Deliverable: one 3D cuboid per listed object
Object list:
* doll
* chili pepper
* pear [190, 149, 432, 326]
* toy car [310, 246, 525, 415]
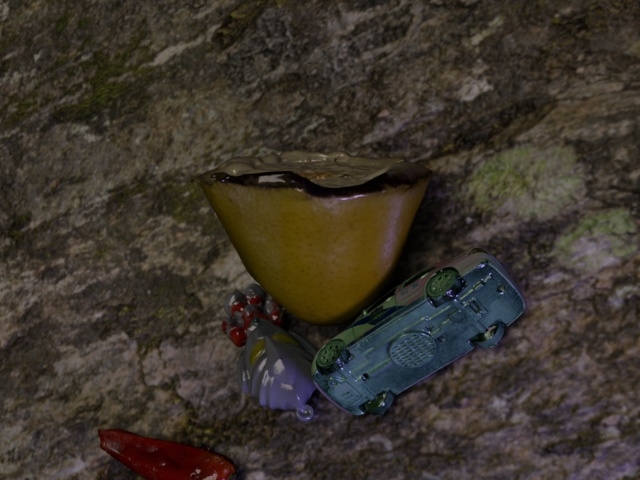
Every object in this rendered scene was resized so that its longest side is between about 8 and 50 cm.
[{"bbox_3d":[-0.054,0.120,1.274,0.094,0.079,0.180,-22,53,-13],"label":"doll"},{"bbox_3d":[-0.162,0.247,1.304,0.268,0.050,0.059,14,97,34],"label":"chili pepper"},{"bbox_3d":[0.000,-0.001,1.223,0.267,0.267,0.178,2,103,31],"label":"pear"},{"bbox_3d":[0.092,0.088,1.186,0.224,0.090,0.076,-34,34,18],"label":"toy car"}]
